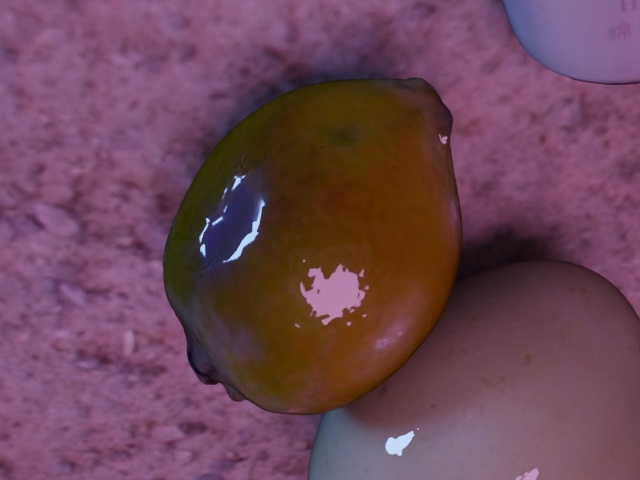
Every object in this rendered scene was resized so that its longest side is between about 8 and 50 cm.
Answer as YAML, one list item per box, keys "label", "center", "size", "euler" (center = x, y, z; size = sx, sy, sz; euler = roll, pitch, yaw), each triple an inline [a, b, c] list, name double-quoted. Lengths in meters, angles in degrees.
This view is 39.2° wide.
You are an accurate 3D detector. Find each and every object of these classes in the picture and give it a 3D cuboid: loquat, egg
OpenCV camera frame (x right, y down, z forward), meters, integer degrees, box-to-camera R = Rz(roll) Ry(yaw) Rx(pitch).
- label: "loquat"
  center: [0.000, 0.000, 0.473]
  size: [0.152, 0.152, 0.195]
  euler: [35, 95, -25]
- label: "egg"
  center: [0.098, 0.126, 0.542]
  size: [0.189, 0.188, 0.253]
  euler: [26, 102, -22]

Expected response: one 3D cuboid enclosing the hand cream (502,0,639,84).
- label: "hand cream"
  center: [0.105, -0.210, 0.328]
  size: [0.186, 0.118, 0.358]
  euler: [-23, 141, 7]
